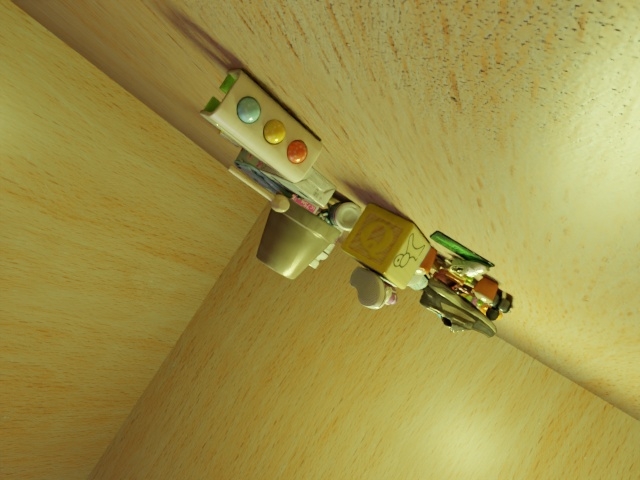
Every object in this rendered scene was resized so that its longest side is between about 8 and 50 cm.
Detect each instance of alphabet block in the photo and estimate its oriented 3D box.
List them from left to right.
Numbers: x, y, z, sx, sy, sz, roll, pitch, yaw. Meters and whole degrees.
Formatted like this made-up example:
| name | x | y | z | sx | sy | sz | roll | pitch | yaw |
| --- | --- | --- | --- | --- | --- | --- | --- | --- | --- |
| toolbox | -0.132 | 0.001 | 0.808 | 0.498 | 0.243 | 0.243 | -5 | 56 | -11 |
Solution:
| name | x | y | z | sx | sy | sz | roll | pitch | yaw |
| --- | --- | --- | --- | --- | --- | --- | --- | --- | --- |
| alphabet block | 0.222 | 0.021 | 1.422 | 0.193 | 0.192 | 0.197 | 29 | 175 | 36 |

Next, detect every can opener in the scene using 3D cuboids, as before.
| name | x | y | z | sx | sy | sz | roll | pitch | yaw |
| --- | --- | --- | --- | --- | --- | --- | --- | --- | --- |
| can opener | 0.658 | 0.259 | 1.579 | 0.076 | 0.095 | 0.283 | 31 | -177 | 28 |

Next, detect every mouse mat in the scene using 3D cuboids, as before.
| name | x | y | z | sx | sy | sz | roll | pitch | yaw |
| --- | --- | --- | --- | --- | --- | --- | --- | --- | --- |
| mouse mat | 0.417 | 0.031 | 1.270 | 0.189 | 0.007 | 0.152 | 32 | 177 | 8 |

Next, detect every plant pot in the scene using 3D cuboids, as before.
| name | x | y | z | sx | sy | sz | roll | pitch | yaw |
| --- | --- | --- | --- | --- | --- | --- | --- | --- | --- |
| plant pot | -0.118 | -0.002 | 1.783 | 0.323 | 0.280 | 0.323 | 32 | 180 | 0 |

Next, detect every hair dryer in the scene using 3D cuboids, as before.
| name | x | y | z | sx | sy | sz | roll | pitch | yaw |
| --- | --- | --- | --- | --- | --- | --- | --- | --- | --- |
| hair dryer | 0.562 | 0.171 | 1.700 | 0.223 | 0.080 | 0.293 | 12 | 171 | 36 |

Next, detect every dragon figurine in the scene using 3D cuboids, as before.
| name | x | y | z | sx | sy | sz | roll | pitch | yaw |
| --- | --- | --- | --- | --- | --- | --- | --- | --- | --- |
| dragon figurine | 0.043 | -0.122 | 2.000 | 0.085 | 0.144 | 0.289 | 34 | 159 | 19 |

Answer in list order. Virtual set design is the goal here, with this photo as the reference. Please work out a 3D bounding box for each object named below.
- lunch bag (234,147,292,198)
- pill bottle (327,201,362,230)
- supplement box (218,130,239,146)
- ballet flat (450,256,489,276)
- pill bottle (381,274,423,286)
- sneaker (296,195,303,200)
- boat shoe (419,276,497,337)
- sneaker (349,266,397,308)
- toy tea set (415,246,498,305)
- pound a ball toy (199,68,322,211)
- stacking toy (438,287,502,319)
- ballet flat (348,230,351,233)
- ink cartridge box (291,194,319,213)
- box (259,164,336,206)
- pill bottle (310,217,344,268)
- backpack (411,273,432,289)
| name | x | y | z | sx | sy | sz | roll | pitch | yaw |
| --- | --- | --- | --- | --- | --- | --- | --- | --- | --- |
| lunch bag | -0.235 | -0.296 | 1.862 | 0.279 | 0.108 | 0.224 | 35 | 177 | -40 |
| pill bottle | 0.088 | -0.099 | 1.677 | 0.108 | 0.108 | 0.180 | 34 | 177 | -15 |
| supplement box | -0.374 | -0.434 | 1.779 | 0.098 | 0.036 | 0.062 | 34 | 177 | -22 |
| ballet flat | 0.447 | 0.087 | 1.280 | 0.057 | 0.052 | 0.168 | 33 | 176 | -11 |
| pill bottle | 0.327 | 0.107 | 1.854 | 0.176 | 0.176 | 0.318 | 33 | 177 | -12 |
| sneaker | -0.084 | -0.218 | 1.982 | 0.061 | 0.065 | 0.158 | 32 | 177 | 11 |
| boat shoe | 0.511 | 0.274 | 1.609 | 0.355 | 0.130 | 0.132 | 36 | -170 | -15 |
| sneaker | 0.204 | 0.171 | 1.404 | 0.161 | 0.102 | 0.282 | 30 | -171 | -12 |
| toy tea set | 0.439 | 0.128 | 1.478 | 0.200 | 0.124 | 0.336 | 35 | 176 | -42 |
| pound a ball toy | -0.136 | -0.220 | 1.026 | 0.319 | 0.208 | 0.135 | 36 | 176 | -38 |
| stacking toy | 0.661 | 0.292 | 1.860 | 0.175 | 0.166 | 0.302 | 47 | 160 | -25 |
| ballet flat | 0.148 | -0.075 | 1.912 | 0.241 | 0.091 | 0.077 | 44 | -160 | -56 |
| ink cartridge box | -0.164 | -0.103 | 2.352 | 0.185 | 0.311 | 0.065 | 32 | 178 | 2 |
| box | -0.090 | -0.231 | 1.589 | 0.169 | 0.087 | 0.290 | 35 | 176 | -34 |
| pill bottle | 0.000 | 0.000 | 2.383 | 0.169 | 0.302 | 0.169 | 33 | 177 | 2 |
| backpack | 0.465 | 0.174 | 2.130 | 0.152 | 0.115 | 0.182 | 34 | 176 | 38 |
